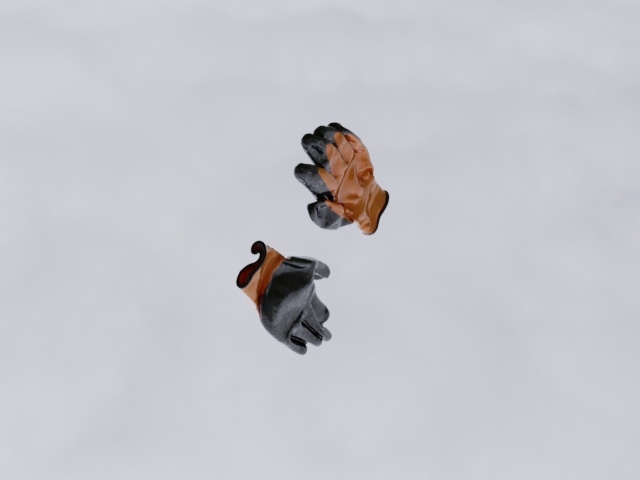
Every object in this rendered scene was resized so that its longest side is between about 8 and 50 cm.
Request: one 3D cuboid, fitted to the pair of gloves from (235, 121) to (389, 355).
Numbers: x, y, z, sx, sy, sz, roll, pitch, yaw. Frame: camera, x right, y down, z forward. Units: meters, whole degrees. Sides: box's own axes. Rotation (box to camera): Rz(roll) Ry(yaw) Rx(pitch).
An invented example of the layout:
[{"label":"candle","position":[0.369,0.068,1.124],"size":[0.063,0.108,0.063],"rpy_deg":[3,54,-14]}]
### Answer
[{"label":"pair of gloves","position":[0.000,0.000,0.548],"size":[0.010,0.074,0.083],"rpy_deg":[17,-106,29]}]
